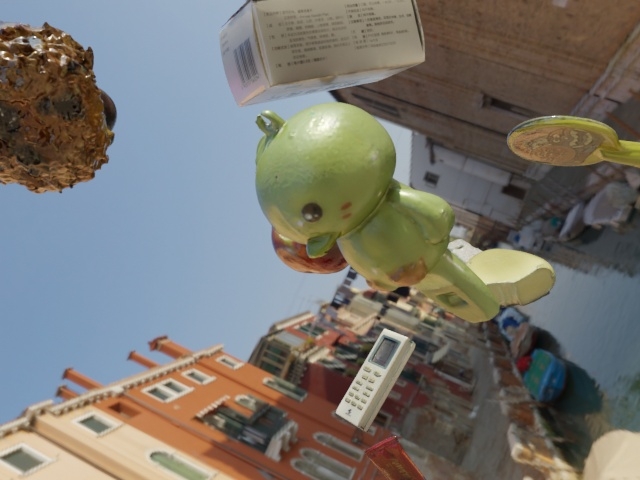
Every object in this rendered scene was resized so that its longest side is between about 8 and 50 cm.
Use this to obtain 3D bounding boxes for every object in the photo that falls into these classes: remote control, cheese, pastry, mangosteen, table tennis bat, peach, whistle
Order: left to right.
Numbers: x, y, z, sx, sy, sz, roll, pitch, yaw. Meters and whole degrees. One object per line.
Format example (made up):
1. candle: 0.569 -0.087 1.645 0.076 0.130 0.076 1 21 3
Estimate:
1. pastry: -0.606 -0.276 1.186 0.337 0.405 0.292 -52 23 34
2. mangosteen: -0.687 -0.354 1.727 0.210 0.210 0.209 22 -90 -77
3. peach: 0.000 0.000 1.860 0.275 0.245 0.248 20 -68 -40
4. whistle: 0.048 -0.006 0.548 0.141 0.294 0.141 -38 10 8
5. remote control: 0.153 0.383 1.665 0.055 0.103 0.277 41 -106 -33
6. cheese: 0.281 0.045 1.023 0.050 0.127 0.255 66 172 -21
7. table tennis bat: 0.607 -0.206 1.339 0.224 0.369 0.054 78 -158 -74

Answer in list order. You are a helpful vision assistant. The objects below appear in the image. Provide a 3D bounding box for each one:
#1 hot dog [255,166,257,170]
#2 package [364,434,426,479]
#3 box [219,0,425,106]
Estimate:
1. hot dog: -0.068 -0.090 1.259 0.109 0.269 0.072 4 -53 -36
2. package: 0.185 0.516 1.307 0.083 0.200 0.022 -33 12 19
3. box: 0.007 -0.349 1.068 0.333 0.173 0.145 -17 -81 -25
